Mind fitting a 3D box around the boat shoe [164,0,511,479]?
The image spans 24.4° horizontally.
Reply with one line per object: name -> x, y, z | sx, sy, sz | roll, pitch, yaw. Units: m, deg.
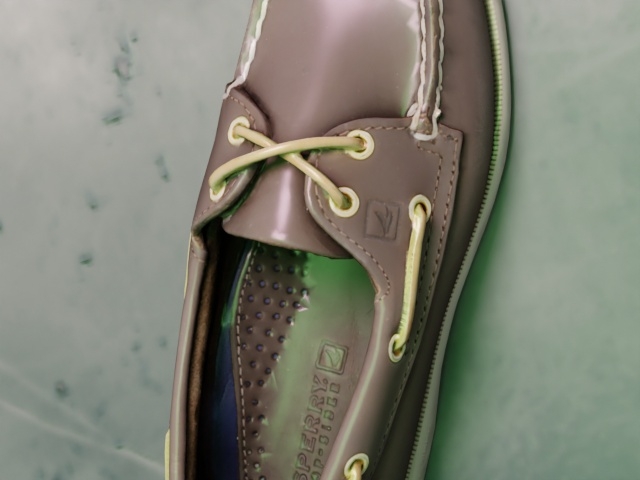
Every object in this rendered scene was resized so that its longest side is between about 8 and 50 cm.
boat shoe -> 0.000, 0.000, 0.603 | 0.116, 0.096, 0.324 | 13, 101, 23
